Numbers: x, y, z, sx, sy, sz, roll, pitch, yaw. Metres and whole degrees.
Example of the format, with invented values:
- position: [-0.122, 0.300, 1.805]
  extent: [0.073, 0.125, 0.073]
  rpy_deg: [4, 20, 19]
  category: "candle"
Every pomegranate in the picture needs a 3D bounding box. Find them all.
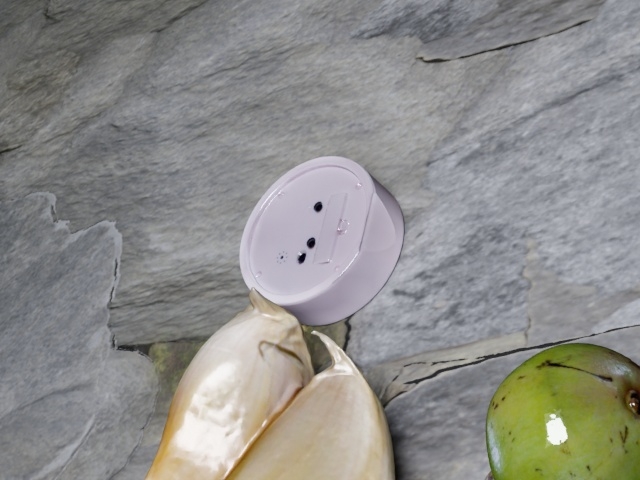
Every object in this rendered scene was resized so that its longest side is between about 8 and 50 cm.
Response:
- position: [0.221, 0.199, 1.160]
  extent: [0.211, 0.179, 0.179]
  rpy_deg: [-60, 41, 16]
  category: "pomegranate"

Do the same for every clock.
- position: [0.000, 0.000, 1.546]
  extent: [0.196, 0.068, 0.197]
  rpy_deg: [-21, 51, 28]
  category: "clock"

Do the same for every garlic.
- position: [-0.066, 0.230, 1.348]
  extent: [0.286, 0.249, 0.313]
  rpy_deg: [-16, 31, 52]
  category: "garlic"
